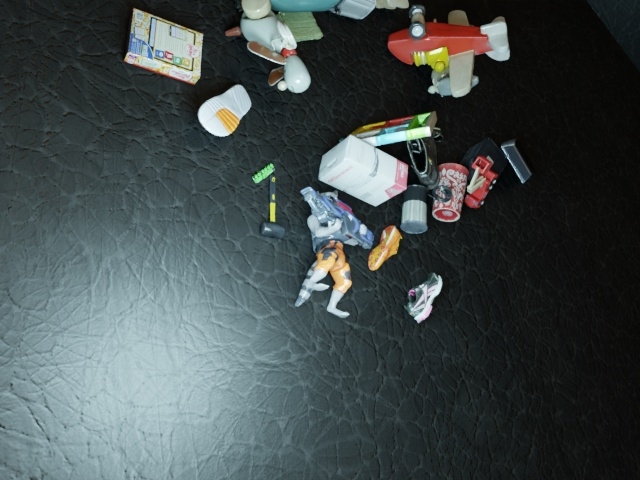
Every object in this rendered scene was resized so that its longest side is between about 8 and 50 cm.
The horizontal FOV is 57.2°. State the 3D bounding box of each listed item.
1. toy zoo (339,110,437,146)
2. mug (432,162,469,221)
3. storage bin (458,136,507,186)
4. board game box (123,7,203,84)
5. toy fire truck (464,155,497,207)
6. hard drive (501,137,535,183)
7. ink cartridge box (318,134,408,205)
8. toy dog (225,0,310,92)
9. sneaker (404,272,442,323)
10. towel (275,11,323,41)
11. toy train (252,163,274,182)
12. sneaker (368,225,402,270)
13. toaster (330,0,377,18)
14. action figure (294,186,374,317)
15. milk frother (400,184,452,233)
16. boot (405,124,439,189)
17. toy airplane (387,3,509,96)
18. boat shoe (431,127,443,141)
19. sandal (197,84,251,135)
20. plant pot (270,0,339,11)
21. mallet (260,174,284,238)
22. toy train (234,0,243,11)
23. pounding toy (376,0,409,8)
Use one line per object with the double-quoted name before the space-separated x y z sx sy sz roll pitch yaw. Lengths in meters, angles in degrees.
"toy zoo" 0.196 -0.326 1.773 0.192 0.293 0.030 -56 135 -60
"mug" 0.444 -0.150 1.961 0.150 0.113 0.169 25 63 -22
"storage bin" 0.582 -0.271 2.118 0.122 0.084 0.180 47 52 -10
"board game box" -0.415 -0.516 1.565 0.193 0.045 0.147 13 65 -30
"toy fire truck" 0.533 -0.191 1.977 0.135 0.192 0.047 -11 43 -47
"hard drive" 0.742 -0.304 2.195 0.172 0.054 0.254 59 25 0
"ink cartridge box" 0.125 -0.201 1.732 0.217 0.158 0.092 21 62 -26
"toy dog" -0.164 -0.551 1.672 0.220 0.161 0.334 59 5 -49
"sneaker" 0.308 0.158 1.772 0.077 0.072 0.178 35 49 -5
"towel" -0.068 -0.687 1.881 0.148 0.027 0.110 -22 84 -37
"toy train" -0.156 -0.185 1.626 0.083 0.017 0.024 -43 107 -38
"sneaker" 0.199 0.030 1.753 0.067 0.064 0.175 50 54 -20
"toaster" 0.101 -0.854 1.999 0.146 0.129 0.227 3 68 -35
"action figure" 0.000 0.000 1.564 0.341 0.178 0.330 40 45 -46
"milk frother" 0.332 -0.101 1.844 0.129 0.143 0.135 22 61 -30
"boot" 0.316 -0.294 1.862 0.229 0.091 0.263 33 40 -67
"toy airplane" 0.481 -0.670 2.093 0.386 0.272 0.384 -31 58 -25
"boat shoe" 0.377 -0.367 2.039 0.133 0.049 0.042 -4 66 -40
"sandal" -0.267 -0.341 1.586 0.102 0.076 0.265 59 29 -18
"plant pot" -0.099 -0.825 1.761 0.235 0.293 0.293 -25 86 -31
"mallet" -0.139 -0.095 1.594 0.062 0.039 0.190 5 64 -30
"toy train" -0.242 -0.764 1.795 0.036 0.027 0.158 18 61 -42
"pounding toy" 0.229 -0.972 2.123 0.154 0.154 0.270 -34 123 -28
